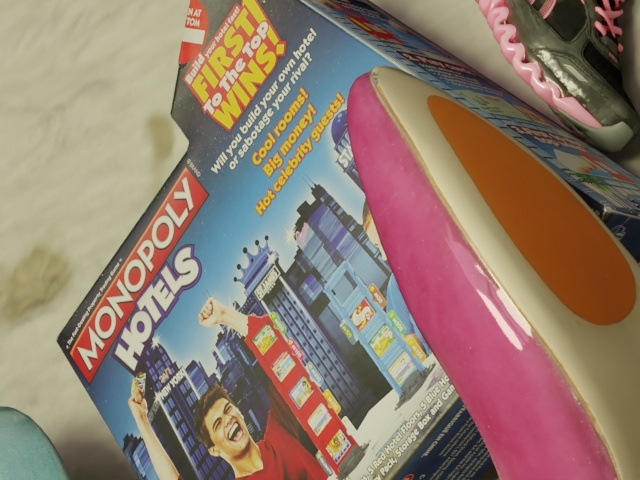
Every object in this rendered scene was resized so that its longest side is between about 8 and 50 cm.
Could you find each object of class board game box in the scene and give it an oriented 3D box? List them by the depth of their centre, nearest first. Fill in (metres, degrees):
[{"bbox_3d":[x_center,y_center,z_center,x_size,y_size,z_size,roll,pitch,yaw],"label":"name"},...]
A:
[{"bbox_3d":[0.000,0.000,0.655,0.194,0.060,0.194,-53,52,24],"label":"board game box"}]

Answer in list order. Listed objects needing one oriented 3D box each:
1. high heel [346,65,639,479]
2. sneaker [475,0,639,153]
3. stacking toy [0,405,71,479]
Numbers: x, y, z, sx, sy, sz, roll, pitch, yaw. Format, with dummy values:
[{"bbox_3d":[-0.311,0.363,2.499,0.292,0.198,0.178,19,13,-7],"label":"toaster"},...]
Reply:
[{"bbox_3d":[0.055,0.075,0.526,0.117,0.082,0.244,-41,81,29],"label":"high heel"},{"bbox_3d":[0.083,-0.081,0.651,0.057,0.047,0.119,-33,52,12],"label":"sneaker"},{"bbox_3d":[-0.102,0.221,0.666,0.309,0.130,0.280,45,129,47],"label":"stacking toy"}]
